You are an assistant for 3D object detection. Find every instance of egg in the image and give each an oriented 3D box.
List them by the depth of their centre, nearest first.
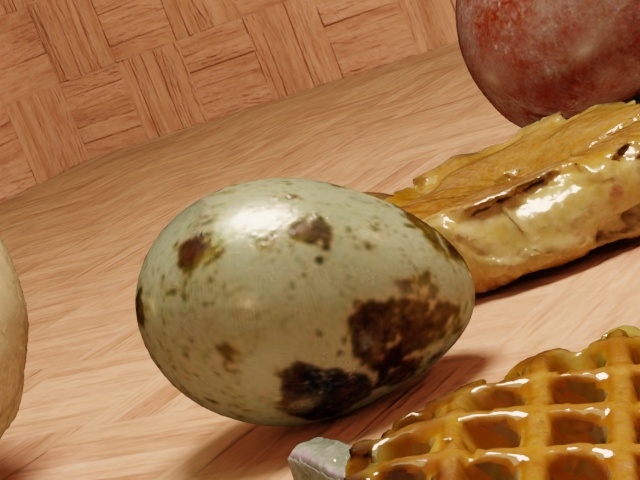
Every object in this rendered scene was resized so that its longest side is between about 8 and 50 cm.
[{"bbox_3d":[-0.011,0.040,1.087,0.231,0.169,0.169,-4,11,2],"label":"egg"}]

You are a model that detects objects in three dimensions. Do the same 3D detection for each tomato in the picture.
[{"bbox_3d":[0.296,-0.247,1.672,0.316,0.283,0.317,-23,-11,-5],"label":"tomato"}]

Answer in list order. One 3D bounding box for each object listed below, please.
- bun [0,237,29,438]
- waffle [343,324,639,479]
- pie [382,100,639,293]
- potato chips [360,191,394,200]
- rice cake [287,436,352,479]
[{"bbox_3d":[-0.390,0.103,1.248,0.365,0.219,0.365,-9,46,9],"label":"bun"},{"bbox_3d":[0.137,0.105,0.709,0.238,0.059,0.243,-25,24,-33],"label":"waffle"},{"bbox_3d":[0.176,-0.039,1.355,0.339,0.083,0.339,-20,13,5],"label":"pie"},{"bbox_3d":[0.001,-0.001,1.580,0.208,0.062,0.195,-16,13,16],"label":"potato chips"},{"bbox_3d":[0.028,0.137,0.874,0.033,0.033,0.207,-26,11,-19],"label":"rice cake"}]
